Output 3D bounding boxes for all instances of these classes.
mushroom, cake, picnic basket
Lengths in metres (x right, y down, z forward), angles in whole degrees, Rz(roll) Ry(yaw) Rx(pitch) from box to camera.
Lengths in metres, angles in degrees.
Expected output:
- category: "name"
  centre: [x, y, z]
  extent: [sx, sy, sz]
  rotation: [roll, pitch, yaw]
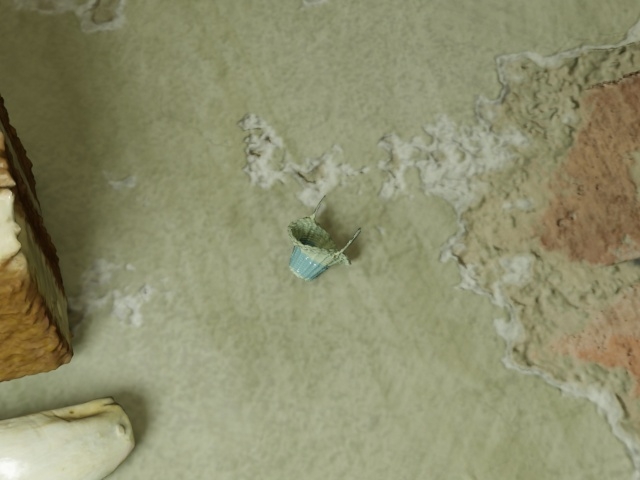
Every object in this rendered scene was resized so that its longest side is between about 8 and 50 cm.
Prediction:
- category: "mushroom"
  centre: [-0.352, 0.211, 1.574]
  extent: [0.351, 0.095, 0.123]
  rotation: [-5, 41, -7]
- category: "cake"
  centre: [-0.399, -0.005, 1.606]
  extent: [0.255, 0.282, 0.290]
  rotation: [-15, 63, -3]
- category: "picnic basket"
  centre: [0.000, 0.000, 1.723]
  extent: [0.083, 0.083, 0.065]
  rotation: [-54, 48, 17]
